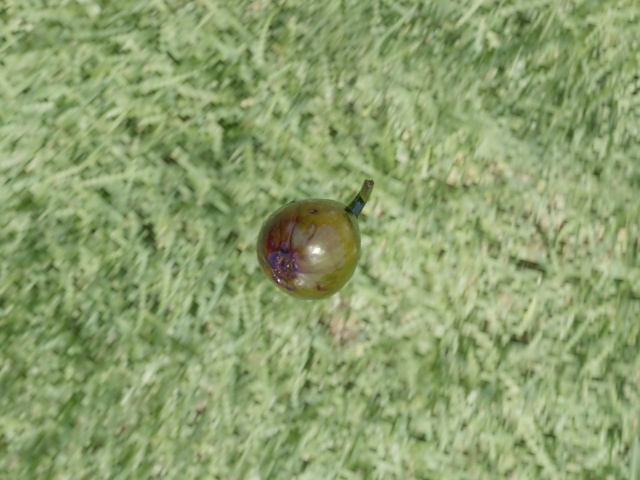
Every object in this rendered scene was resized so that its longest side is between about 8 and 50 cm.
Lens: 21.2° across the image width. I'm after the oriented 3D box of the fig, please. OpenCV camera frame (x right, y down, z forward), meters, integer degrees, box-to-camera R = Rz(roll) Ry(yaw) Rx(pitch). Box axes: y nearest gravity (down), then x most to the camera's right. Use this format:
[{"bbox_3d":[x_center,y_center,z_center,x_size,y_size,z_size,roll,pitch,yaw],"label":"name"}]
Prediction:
[{"bbox_3d":[0.000,0.000,1.271,0.082,0.098,0.084,32,130,23],"label":"fig"}]
